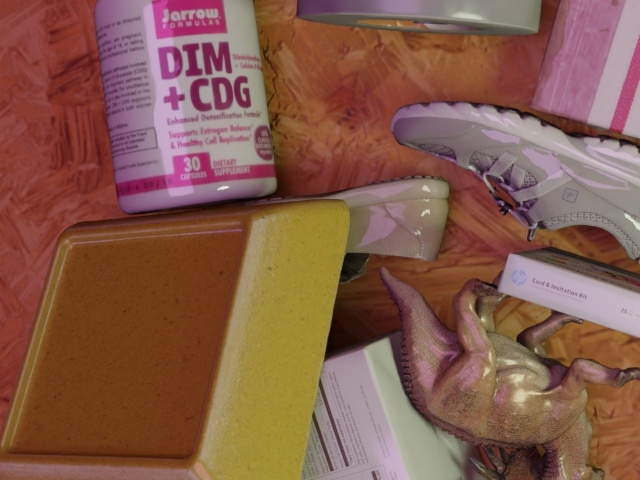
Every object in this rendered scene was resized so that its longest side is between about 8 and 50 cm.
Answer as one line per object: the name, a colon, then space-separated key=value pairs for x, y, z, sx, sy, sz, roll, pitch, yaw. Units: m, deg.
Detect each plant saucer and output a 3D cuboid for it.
plant saucer: x=-0.157 y=0.103 z=1.173 sx=0.333 sy=0.081 sz=0.332 roll=-5 pitch=61 yaw=32

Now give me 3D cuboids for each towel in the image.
towel: x=0.374 y=-0.186 z=1.151 sx=0.329 sy=0.037 sz=0.237 roll=19 pitch=98 yaw=18

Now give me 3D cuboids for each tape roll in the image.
tape roll: x=0.089 y=-0.228 z=1.160 sx=0.219 sy=0.219 sz=0.072 roll=5 pitch=96 yaw=21

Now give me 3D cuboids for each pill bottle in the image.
pill bottle: x=-0.138 y=-0.174 z=1.284 sx=0.160 sy=0.160 sz=0.283 roll=-7 pitch=91 yaw=22

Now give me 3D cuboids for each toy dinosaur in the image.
toy dinosaur: x=0.158 y=0.146 z=1.161 sx=0.296 sy=0.127 sz=0.200 roll=30 pitch=102 yaw=-4

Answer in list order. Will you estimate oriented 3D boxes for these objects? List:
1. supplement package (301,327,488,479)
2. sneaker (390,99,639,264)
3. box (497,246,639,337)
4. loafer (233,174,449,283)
supplement package: x=-0.006 y=0.216 z=1.238 sx=0.263 sy=0.199 sz=0.198 roll=-21 pitch=86 yaw=22
sneaker: x=0.190 y=-0.058 z=1.193 sx=0.281 sy=0.105 sz=0.115 roll=18 pitch=100 yaw=19
box: x=0.247 y=0.045 z=1.134 sx=0.145 sy=0.186 sz=0.038 roll=19 pitch=99 yaw=20
loafer: x=0.000 y=0.000 z=1.274 sx=0.269 sy=0.102 sz=0.092 roll=-12 pitch=84 yaw=21
